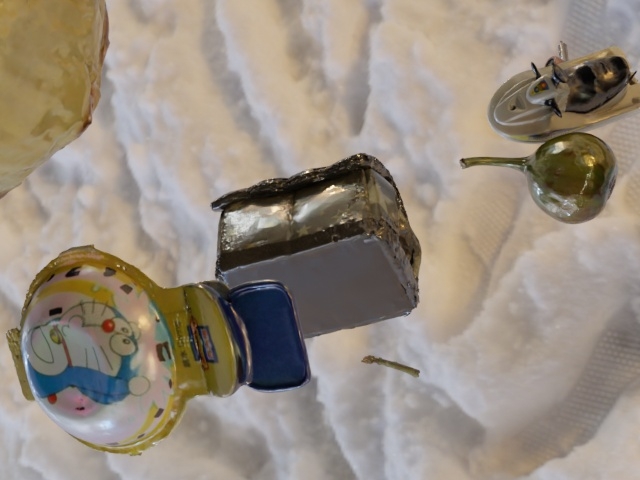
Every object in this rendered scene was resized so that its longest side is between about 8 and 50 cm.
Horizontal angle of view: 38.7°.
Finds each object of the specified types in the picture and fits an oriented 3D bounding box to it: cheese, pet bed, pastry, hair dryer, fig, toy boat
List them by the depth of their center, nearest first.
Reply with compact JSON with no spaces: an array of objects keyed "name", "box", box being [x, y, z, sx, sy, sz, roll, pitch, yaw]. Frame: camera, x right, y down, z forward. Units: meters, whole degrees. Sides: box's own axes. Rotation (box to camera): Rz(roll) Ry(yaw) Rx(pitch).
[{"name":"cheese","box":[-0.123,0.074,0.633,0.250,0.064,0.157,-11,98,25]},{"name":"pastry","box":[-0.381,-0.211,0.877,0.388,0.312,0.389,0,88,8]},{"name":"pet bed","box":[0.000,0.000,1.035,0.210,0.183,0.159,-16,48,16]},{"name":"fig","box":[0.350,-0.111,1.474,0.245,0.149,0.149,13,90,20]},{"name":"toy boat","box":[0.416,-0.245,1.521,0.140,0.269,0.141,167,90,-70]},{"name":"hair dryer","box":[0.443,-0.335,1.679,0.037,0.063,0.114,-45,26,43]}]

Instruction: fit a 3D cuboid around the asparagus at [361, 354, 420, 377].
[{"name":"asparagus","box":[0.105,0.187,1.368,0.014,0.114,0.015,-51,36,29]}]
